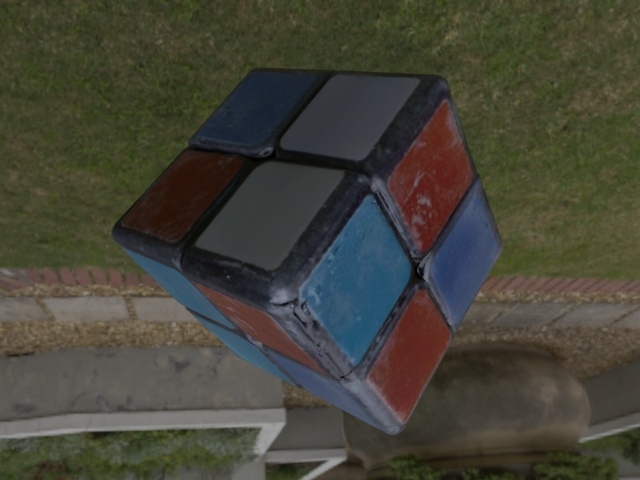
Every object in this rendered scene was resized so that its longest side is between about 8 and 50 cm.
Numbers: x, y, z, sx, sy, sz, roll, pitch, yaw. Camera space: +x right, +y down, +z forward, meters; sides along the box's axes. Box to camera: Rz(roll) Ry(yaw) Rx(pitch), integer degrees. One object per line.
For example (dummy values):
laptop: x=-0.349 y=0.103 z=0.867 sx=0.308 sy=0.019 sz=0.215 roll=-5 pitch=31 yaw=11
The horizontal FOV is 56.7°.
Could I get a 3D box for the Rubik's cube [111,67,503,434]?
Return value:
Rubik's cube: x=0.000 y=0.000 z=0.749 sx=0.316 sy=0.313 sz=0.318 roll=15 pitch=151 yaw=42
